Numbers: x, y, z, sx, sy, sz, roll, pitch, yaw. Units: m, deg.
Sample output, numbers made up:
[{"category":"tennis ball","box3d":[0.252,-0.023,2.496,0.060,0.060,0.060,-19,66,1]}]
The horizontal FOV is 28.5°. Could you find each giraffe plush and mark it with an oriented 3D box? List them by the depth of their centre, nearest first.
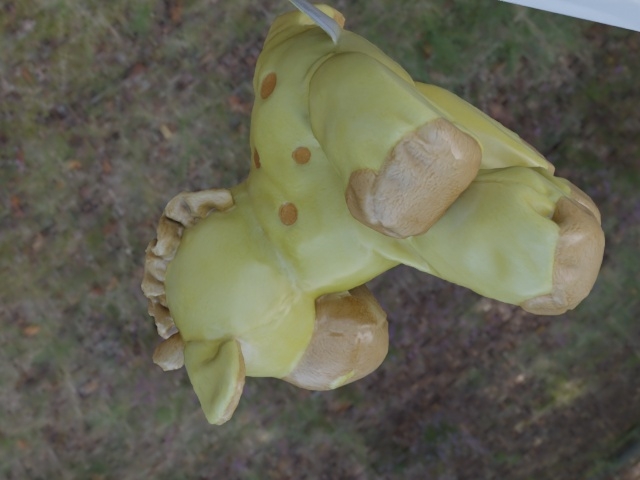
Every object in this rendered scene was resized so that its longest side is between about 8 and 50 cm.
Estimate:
[{"category":"giraffe plush","box3d":[0.000,0.000,0.576,0.170,0.210,0.181,-55,179,13]}]

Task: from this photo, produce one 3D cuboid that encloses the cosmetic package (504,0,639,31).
[{"category":"cosmetic package","box3d":[0.038,-0.141,0.443,0.239,0.060,0.099,10,162,-14]}]
